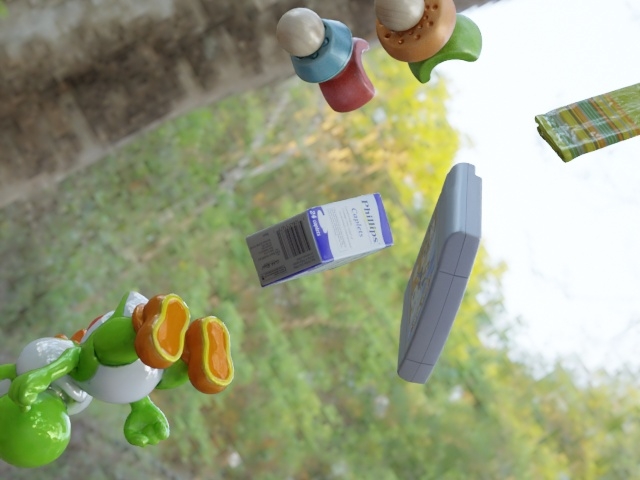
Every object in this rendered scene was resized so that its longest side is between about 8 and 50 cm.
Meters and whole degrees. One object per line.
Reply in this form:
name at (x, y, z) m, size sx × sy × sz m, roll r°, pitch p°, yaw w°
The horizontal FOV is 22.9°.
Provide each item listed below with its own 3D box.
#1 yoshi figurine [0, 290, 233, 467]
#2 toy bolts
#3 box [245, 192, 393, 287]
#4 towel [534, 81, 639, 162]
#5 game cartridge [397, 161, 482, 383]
yoshi figurine at (-0.302, 0.202, 2.060) m, size 0.362 × 0.203 × 0.203 m, roll -19°, pitch -83°, yaw 31°
toy bolts at (0.055, -0.287, 1.968) m, size 0.158 × 0.228 × 0.218 m, roll 34°, pitch 37°, yaw -52°
box at (0.000, 0.000, 2.000) m, size 0.126 × 0.137 × 0.072 m, roll -22°, pitch -95°, yaw 46°
towel at (0.357, -0.142, 1.707) m, size 0.102 × 0.237 × 0.021 m, roll -111°, pitch -176°, yaw -58°
game cartridge at (0.171, 0.057, 2.295) m, size 0.198 × 0.062 × 0.297 m, roll -75°, pitch -178°, yaw -52°
